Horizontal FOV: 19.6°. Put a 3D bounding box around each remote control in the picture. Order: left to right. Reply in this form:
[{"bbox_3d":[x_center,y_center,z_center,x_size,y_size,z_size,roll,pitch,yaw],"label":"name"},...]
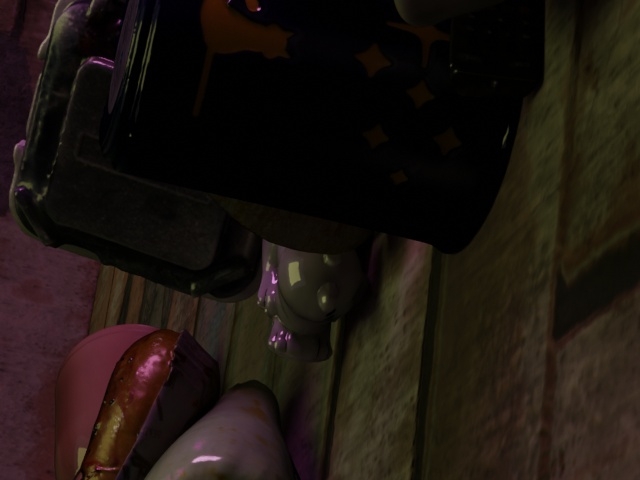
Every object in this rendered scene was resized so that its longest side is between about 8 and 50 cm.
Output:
[{"bbox_3d":[0.119,-0.200,1.239,0.025,0.063,0.245,93,-178,-59],"label":"remote control"}]

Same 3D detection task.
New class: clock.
[{"bbox_3d":[0.001,0.000,1.523,0.117,0.080,0.176,120,158,-57],"label":"clock"}]

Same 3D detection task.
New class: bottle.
[{"bbox_3d":[-0.198,0.247,2.022,0.297,0.173,0.206,-105,-2,-61],"label":"bottle"}]

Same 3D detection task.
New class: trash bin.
[{"bbox_3d":[-0.111,-0.148,1.738,0.367,0.256,0.296,-62,-11,-66],"label":"trash bin"}]

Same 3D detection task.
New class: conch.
[{"bbox_3d":[-0.082,0.224,1.584,0.143,0.137,0.250,60,-175,-4],"label":"conch"}]

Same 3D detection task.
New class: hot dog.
[{"bbox_3d":[-0.172,0.206,1.633,0.162,0.082,0.270,71,-138,-69],"label":"hot dog"}]

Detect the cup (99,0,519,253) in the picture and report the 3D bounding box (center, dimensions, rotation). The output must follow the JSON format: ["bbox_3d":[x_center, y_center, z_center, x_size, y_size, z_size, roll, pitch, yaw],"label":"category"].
[{"bbox_3d":[-0.010,-0.134,1.294,0.178,0.256,0.255,115,163,-46],"label":"cup"}]

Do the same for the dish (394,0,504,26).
[{"bbox_3d":[0.126,-0.219,1.082,0.229,0.081,0.229,-43,-34,-40],"label":"dish"}]

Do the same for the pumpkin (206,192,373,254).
[{"bbox_3d":[-0.005,-0.109,1.432,0.110,0.217,0.217,-40,36,45],"label":"pumpkin"}]
